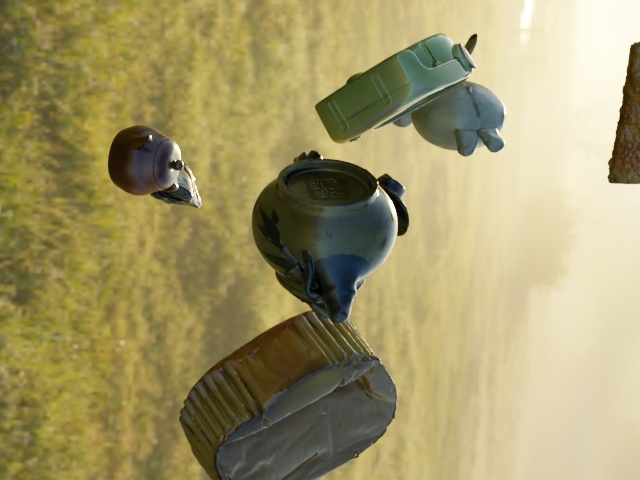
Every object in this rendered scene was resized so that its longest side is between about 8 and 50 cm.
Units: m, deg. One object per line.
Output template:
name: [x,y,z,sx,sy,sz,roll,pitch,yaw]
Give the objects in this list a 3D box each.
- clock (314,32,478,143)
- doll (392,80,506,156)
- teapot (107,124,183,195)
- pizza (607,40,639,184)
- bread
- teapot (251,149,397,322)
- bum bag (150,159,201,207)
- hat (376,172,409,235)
clock: [0.113,-0.203,1.527,0.232,0.170,0.069,-30,91,-47]
doll: [0.183,-0.200,1.782,0.275,0.155,0.113,-135,-136,-64]
teapot: [-0.263,-0.120,1.884,0.173,0.116,0.116,69,26,-61]
pizza: [0.642,-0.205,2.083,0.087,0.258,0.268,-44,144,-65]
bread: [-0.049,0.225,1.679,0.156,0.288,0.204,45,-14,46]
teapot: [0.000,0.000,1.461,0.269,0.173,0.182,-112,-158,-57]
bum bag: [-0.299,-0.121,2.389,0.095,0.144,0.340,-57,180,-3]
hat: [0.086,-0.061,1.648,0.050,0.121,0.121,-53,155,-17]
